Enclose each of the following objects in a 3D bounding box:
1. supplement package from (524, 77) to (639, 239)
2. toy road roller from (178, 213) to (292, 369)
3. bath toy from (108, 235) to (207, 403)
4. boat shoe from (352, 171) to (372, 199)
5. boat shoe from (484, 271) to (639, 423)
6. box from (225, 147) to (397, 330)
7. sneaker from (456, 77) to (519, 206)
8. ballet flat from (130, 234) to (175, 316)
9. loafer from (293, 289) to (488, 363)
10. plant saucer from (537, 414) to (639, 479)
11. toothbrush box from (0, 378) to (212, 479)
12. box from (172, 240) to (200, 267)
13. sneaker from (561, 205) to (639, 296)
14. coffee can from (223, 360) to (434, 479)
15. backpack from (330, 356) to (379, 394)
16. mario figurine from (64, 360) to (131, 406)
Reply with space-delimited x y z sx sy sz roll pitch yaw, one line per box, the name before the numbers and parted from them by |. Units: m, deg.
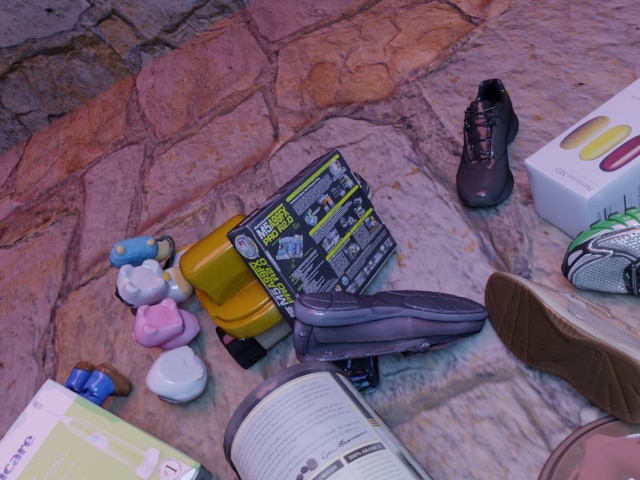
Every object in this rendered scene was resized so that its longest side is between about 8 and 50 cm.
supplement package | 0.468 -0.120 0.863 0.244 0.134 0.139 -36 41 -3
toy road roller | -0.150 0.042 1.011 0.202 0.240 0.329 -36 42 -4
bath toy | -0.299 0.156 1.054 0.151 0.129 0.348 -7 53 -30
boat shoe | 0.024 -0.055 1.129 0.075 0.065 0.206 24 66 43
boat shoe | 0.343 0.127 0.745 0.098 0.109 0.302 -6 22 -24
box | 0.000 0.000 0.923 0.060 0.216 0.270 -20 19 44
sneaker | 0.302 -0.186 1.034 0.109 0.130 0.286 -4 50 27
ballet flat | -0.368 0.072 1.226 0.074 0.074 0.203 -7 55 27
loafer | 0.102 0.130 0.819 0.303 0.095 0.109 3 14 -18
plant saucer | 0.369 0.309 0.590 0.278 0.041 0.277 -18 44 18
toothbrush box | -0.340 0.371 0.824 0.283 0.122 0.206 23 62 11
box | -0.294 0.065 1.241 0.081 0.028 0.136 -18 46 17
sneaker | 0.488 0.043 0.698 0.344 0.134 0.146 1 54 33
coffee can | 0.026 0.311 0.676 0.201 0.201 0.275 -40 42 -7
backpack | 0.033 0.196 0.869 0.114 0.084 0.105 -13 43 12
mario figurine | -0.478 0.388 1.010 0.198 0.170 0.320 -44 12 48
